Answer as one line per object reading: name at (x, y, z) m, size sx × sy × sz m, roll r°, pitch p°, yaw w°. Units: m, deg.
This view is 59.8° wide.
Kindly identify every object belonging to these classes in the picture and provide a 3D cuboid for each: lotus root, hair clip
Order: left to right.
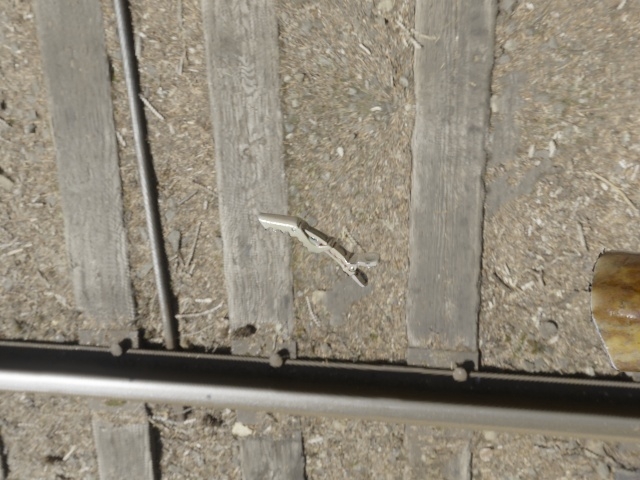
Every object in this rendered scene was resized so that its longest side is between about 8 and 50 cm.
hair clip at (0.000, 0.000, 0.945) m, size 0.226 × 0.034 × 0.072 m, roll 32°, pitch 130°, yaw -5°
lotus root at (0.677, 0.142, 1.112) m, size 0.192 × 0.272 × 0.272 m, roll -1°, pitch 108°, yaw 52°
